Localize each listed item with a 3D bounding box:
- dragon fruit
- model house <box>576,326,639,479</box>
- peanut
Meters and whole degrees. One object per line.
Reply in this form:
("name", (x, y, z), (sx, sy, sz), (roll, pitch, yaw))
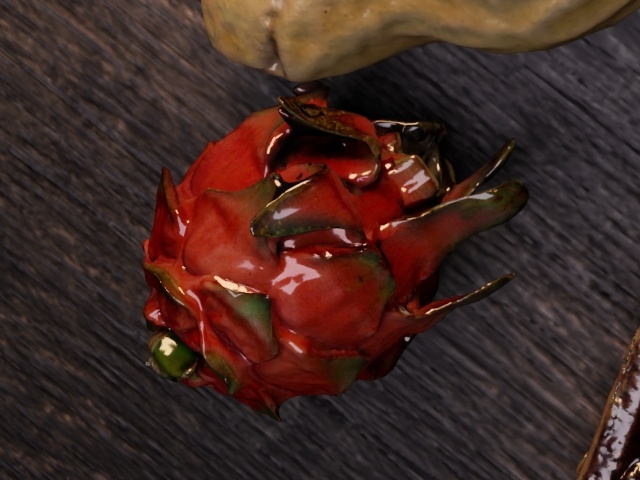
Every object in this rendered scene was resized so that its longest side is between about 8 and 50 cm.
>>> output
("dragon fruit", (0.000, 0.000, 1.040), (0.274, 0.193, 0.192), (-34, 97, 0))
("model house", (0.261, 0.134, 1.015), (0.164, 0.141, 0.203), (25, 110, 22))
("peanut", (0.086, -0.195, 0.971), (0.340, 0.158, 0.174), (-2, 104, 26))
